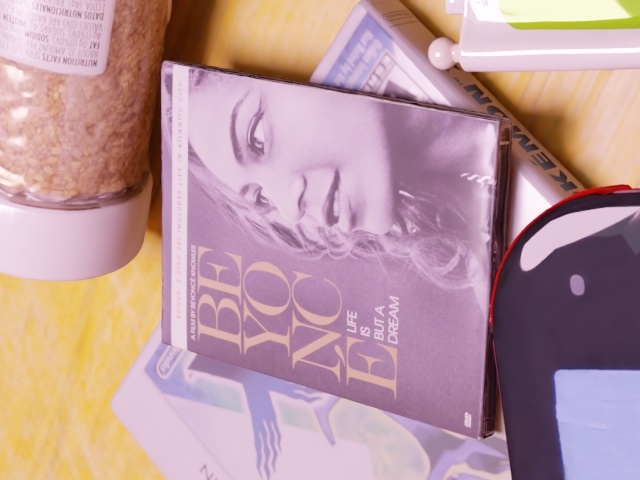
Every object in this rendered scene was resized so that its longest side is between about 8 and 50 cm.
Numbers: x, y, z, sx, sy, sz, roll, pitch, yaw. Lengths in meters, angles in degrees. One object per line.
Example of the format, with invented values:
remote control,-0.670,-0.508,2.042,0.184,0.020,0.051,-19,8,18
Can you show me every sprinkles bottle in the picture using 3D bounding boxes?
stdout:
sprinkles bottle,-0.135,-0.156,0.978,0.121,0.121,0.355,28,121,31

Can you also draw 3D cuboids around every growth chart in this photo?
growth chart,0.105,-0.191,0.846,0.172,0.021,0.237,-8,94,33

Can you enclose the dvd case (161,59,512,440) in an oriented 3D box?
dvd case,0.000,0.000,0.940,0.221,0.018,0.165,14,110,37

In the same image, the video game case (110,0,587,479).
video game case,0.046,0.089,0.960,0.300,0.036,0.329,48,126,20

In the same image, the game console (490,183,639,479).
game console,0.249,0.160,0.766,0.342,0.060,0.387,0,105,35
